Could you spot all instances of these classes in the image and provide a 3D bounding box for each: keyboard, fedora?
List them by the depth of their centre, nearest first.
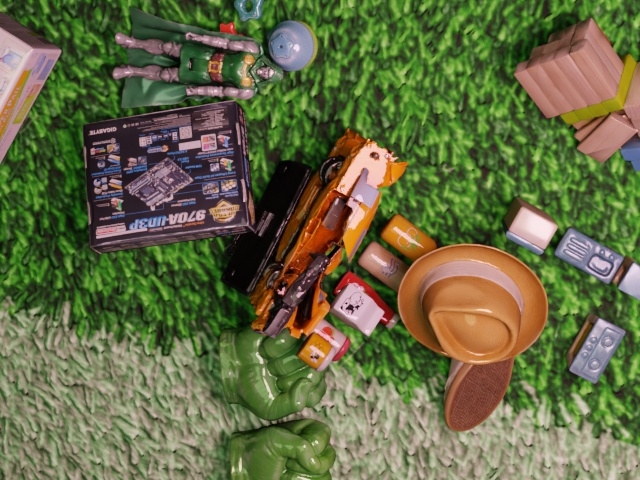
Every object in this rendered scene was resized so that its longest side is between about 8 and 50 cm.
[{"bbox_3d":[0.190,0.097,1.424,0.194,0.079,0.194,3,121,6],"label":"fedora"},{"bbox_3d":[-0.069,-0.018,1.526,0.038,0.100,0.192,29,88,-37],"label":"keyboard"}]

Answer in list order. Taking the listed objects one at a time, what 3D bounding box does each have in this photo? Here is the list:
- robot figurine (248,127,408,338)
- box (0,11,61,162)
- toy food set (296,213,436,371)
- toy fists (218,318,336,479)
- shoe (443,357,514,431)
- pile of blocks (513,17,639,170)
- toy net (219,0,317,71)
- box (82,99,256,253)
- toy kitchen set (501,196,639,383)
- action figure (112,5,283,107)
[{"bbox_3d":[0.000,0.000,1.463,0.085,0.211,0.291,27,96,-13],"label":"robot figurine"},{"bbox_3d":[-0.456,-0.197,1.525,0.103,0.114,0.203,32,101,1],"label":"box"},{"bbox_3d":[0.069,0.090,1.501,0.104,0.111,0.232,36,74,-5],"label":"toy food set"},{"bbox_3d":[-0.056,0.242,1.552,0.142,0.096,0.279,-5,96,6],"label":"toy fists"},{"bbox_3d":[0.223,0.157,1.533,0.077,0.058,0.219,18,104,-17],"label":"shoe"},{"bbox_3d":[0.423,-0.166,1.449,0.362,0.149,0.112,31,57,-8],"label":"pile of blocks"},{"bbox_3d":[-0.095,-0.325,1.505,0.122,0.045,0.232,-20,93,27],"label":"toy net"},{"bbox_3d":[-0.204,-0.084,1.518,0.220,0.051,0.175,-8,77,7],"label":"box"},{"bbox_3d":[0.308,0.068,1.472,0.207,0.122,0.166,28,100,2],"label":"toy kitchen set"},{"bbox_3d":[-0.158,-0.232,1.494,0.232,0.063,0.137,8,102,15],"label":"action figure"}]
